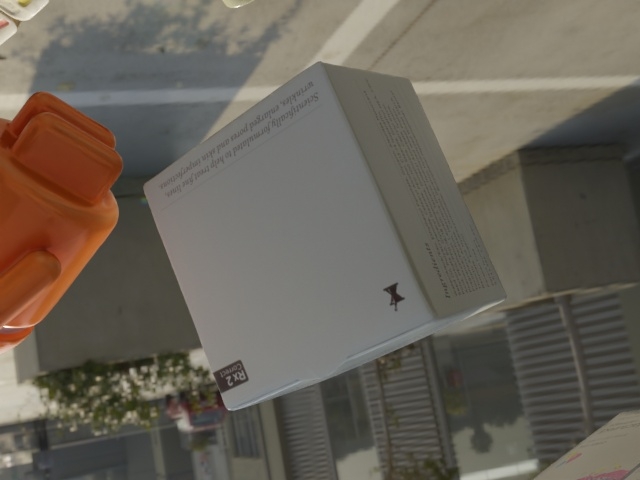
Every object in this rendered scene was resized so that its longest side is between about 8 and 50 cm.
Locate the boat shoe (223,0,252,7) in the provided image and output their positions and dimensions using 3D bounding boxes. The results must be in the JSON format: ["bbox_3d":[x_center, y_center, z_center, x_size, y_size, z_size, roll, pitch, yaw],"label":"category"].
[{"bbox_3d":[-0.018,-0.411,1.074,0.302,0.113,0.103,-33,128,5],"label":"boat shoe"}]

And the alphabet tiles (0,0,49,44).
[{"bbox_3d":[-0.402,-0.291,0.821,0.278,0.021,0.284,-18,139,42],"label":"alphabet tiles"}]

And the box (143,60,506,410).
[{"bbox_3d":[0.000,0.000,0.615,0.181,0.182,0.119,-29,168,31],"label":"box"}]

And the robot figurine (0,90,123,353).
[{"bbox_3d":[-0.239,-0.002,0.646,0.219,0.158,0.128,-50,162,12],"label":"robot figurine"}]

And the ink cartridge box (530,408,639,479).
[{"bbox_3d":[0.157,0.153,0.410,0.212,0.093,0.154,-26,174,-32],"label":"ink cartridge box"}]
